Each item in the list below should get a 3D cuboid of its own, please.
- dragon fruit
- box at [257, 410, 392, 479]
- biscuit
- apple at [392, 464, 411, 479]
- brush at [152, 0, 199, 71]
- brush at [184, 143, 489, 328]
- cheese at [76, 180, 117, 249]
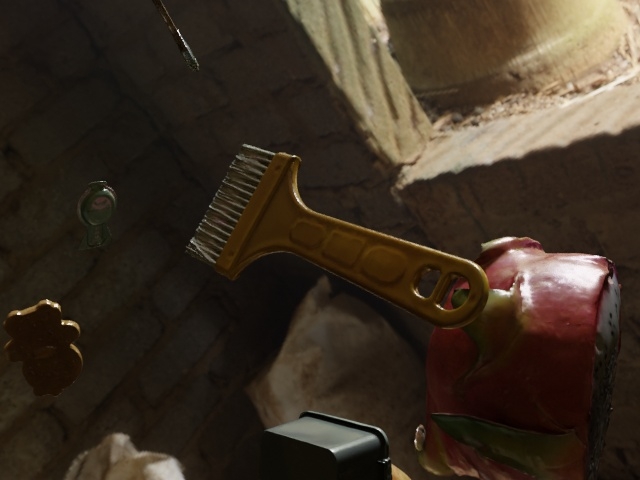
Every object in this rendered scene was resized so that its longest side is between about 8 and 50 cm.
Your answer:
[{"bbox_3d":[0.211,0.132,0.766,0.189,0.291,0.291,10,45,26],"label":"dragon fruit"},{"bbox_3d":[-0.001,0.211,0.666,0.122,0.084,0.069,0,0,43],"label":"box"},{"bbox_3d":[-0.494,0.194,1.299,0.133,0.184,0.027,-31,27,-10],"label":"biscuit"},{"bbox_3d":[0.057,0.410,1.045,0.199,0.199,0.199,-30,23,14],"label":"apple"},{"bbox_3d":[-0.259,-0.373,1.273,0.021,0.196,0.070,-28,67,-2],"label":"brush"},{"bbox_3d":[0.000,0.000,0.479,0.272,0.013,0.103,22,82,47],"label":"brush"},{"bbox_3d":[-0.355,-0.039,1.141,0.067,0.121,0.026,-15,40,-38],"label":"cheese"}]
